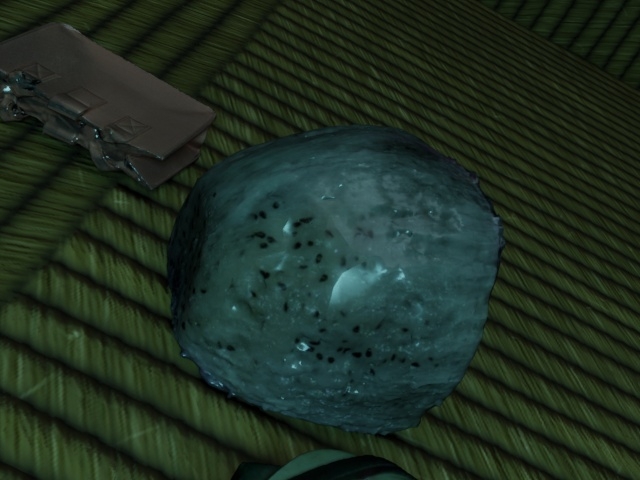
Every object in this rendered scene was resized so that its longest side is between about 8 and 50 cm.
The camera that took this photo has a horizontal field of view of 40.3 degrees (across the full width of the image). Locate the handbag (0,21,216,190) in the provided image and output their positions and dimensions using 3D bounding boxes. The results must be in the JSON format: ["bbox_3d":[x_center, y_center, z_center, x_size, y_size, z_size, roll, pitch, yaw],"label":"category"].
[{"bbox_3d":[-0.228,-0.140,0.894,0.213,0.059,0.157,30,30,2],"label":"handbag"}]

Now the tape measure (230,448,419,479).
[{"bbox_3d":[0.007,0.212,0.536,0.235,0.115,0.207,30,33,-1],"label":"tape measure"}]

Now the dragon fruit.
[{"bbox_3d":[0.000,0.000,0.748,0.221,0.204,0.283,11,35,-28],"label":"dragon fruit"}]
